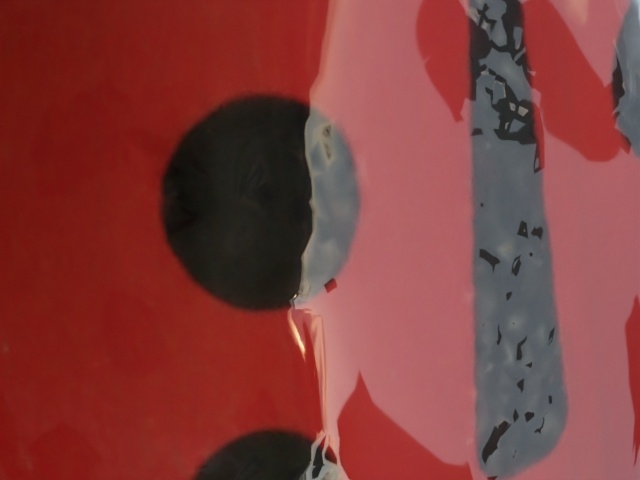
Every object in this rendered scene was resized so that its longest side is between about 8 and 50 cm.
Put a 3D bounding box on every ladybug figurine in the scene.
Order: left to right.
[{"bbox_3d":[0.000,0.000,0.426,0.162,0.305,0.449,11,-63,47],"label":"ladybug figurine"}]
